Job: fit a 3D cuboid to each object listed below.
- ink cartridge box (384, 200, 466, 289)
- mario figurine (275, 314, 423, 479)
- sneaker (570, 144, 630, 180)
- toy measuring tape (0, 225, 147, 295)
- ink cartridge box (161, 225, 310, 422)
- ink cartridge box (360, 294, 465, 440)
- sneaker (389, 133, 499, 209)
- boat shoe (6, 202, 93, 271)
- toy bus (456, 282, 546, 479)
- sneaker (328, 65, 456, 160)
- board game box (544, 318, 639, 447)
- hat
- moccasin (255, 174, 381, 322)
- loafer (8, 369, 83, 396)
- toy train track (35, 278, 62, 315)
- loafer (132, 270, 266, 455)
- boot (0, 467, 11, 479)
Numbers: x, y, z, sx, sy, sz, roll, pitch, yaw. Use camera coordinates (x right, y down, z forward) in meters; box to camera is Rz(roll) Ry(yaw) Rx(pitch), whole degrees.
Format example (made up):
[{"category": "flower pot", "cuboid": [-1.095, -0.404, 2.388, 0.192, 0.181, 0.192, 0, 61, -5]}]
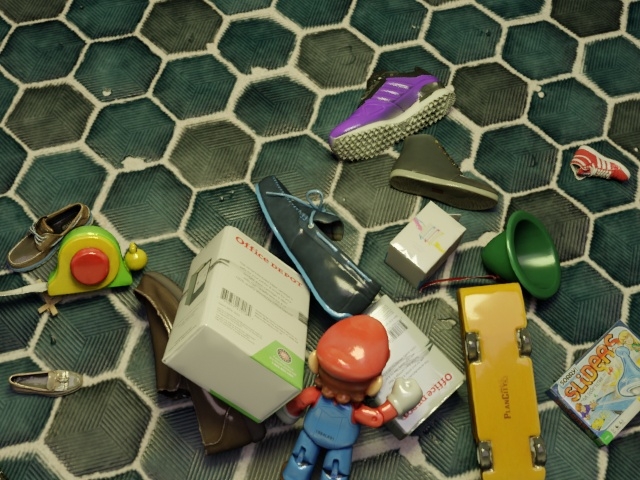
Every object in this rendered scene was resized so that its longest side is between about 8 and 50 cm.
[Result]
[{"category": "ink cartridge box", "cuboid": [0.205, 0.004, 1.449, 0.090, 0.092, 0.143, 40, 70, 14]}, {"category": "mario figurine", "cuboid": [0.043, 0.273, 1.259, 0.198, 0.170, 0.321, 13, 103, -21]}, {"category": "sneaker", "cuboid": [0.573, -0.143, 1.558, 0.118, 0.042, 0.067, 34, 65, 20]}, {"category": "toy measuring tape", "cuboid": [-0.485, 0.038, 1.376, 0.330, 0.121, 0.121, -7, 66, -14]}, {"category": "ink cartridge box", "cuboid": [-0.129, 0.132, 1.260, 0.198, 0.115, 0.273, 38, 28, -20]}, {"category": "ink cartridge box", "cuboid": [0.130, 0.228, 1.348, 0.153, 0.087, 0.208, -38, 73, -16]}, {"category": "sneaker", "cuboid": [0.259, -0.143, 1.521, 0.222, 0.083, 0.118, 17, 66, 6]}, {"category": "boat shoe", "cuboid": [-0.522, -0.015, 1.436, 0.183, 0.066, 0.066, -42, 74, -18]}, {"category": "toy bus", "cuboid": [0.306, 0.243, 1.298, 0.108, 0.130, 0.333, -6, 83, 4]}, {"category": "sneaker", "cuboid": [0.124, -0.277, 1.572, 0.293, 0.102, 0.146, -26, 66, -18]}, {"category": "board game box", "cuboid": [0.530, 0.259, 1.382, 0.201, 0.035, 0.136, -39, 73, -17]}, {"category": "hat", "cuboid": [0.336, 0.046, 1.475, 0.208, 0.183, 0.173, 32, 53, -33]}, {"category": "moccasin", "cuboid": [0.000, 0.000, 1.405, 0.116, 0.137, 0.342, -38, 66, 7]}, {"category": "loafer", "cuboid": [-0.487, 0.251, 1.335, 0.125, 0.039, 0.045, -2, 66, -3]}, {"category": "toy train track", "cuboid": [-0.511, 0.107, 1.413, 0.048, 0.014, 0.083, -33, 66, -8]}, {"category": "loafer", "cuboid": [-0.237, 0.213, 1.312, 0.130, 0.134, 0.366, -31, 71, -15]}, {"category": "boot", "cuboid": [-0.513, 0.406, 1.251, 0.197, 0.077, 0.137, -17, 63, -11]}]
